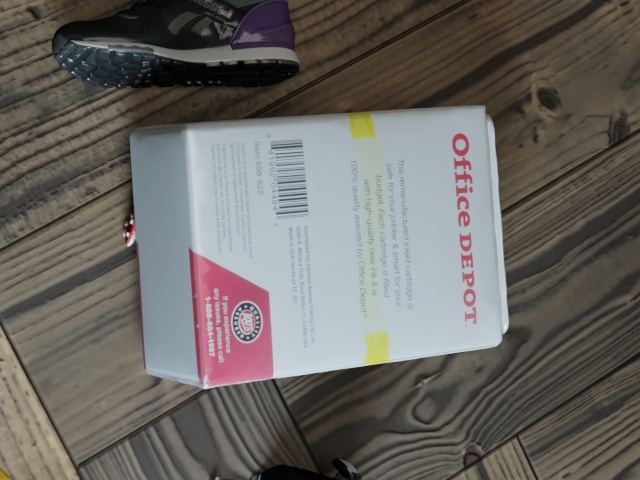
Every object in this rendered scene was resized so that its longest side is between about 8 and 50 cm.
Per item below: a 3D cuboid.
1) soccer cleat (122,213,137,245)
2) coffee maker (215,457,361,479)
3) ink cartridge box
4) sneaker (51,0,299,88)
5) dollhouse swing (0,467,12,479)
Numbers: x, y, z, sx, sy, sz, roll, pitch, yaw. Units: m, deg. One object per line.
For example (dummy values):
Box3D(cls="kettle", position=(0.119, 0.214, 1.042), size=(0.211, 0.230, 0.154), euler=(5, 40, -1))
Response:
Box3D(cls="soccer cleat", position=(-0.191, -0.029, 2.066), size=(0.036, 0.029, 0.083), euler=(27, 74, -17))
Box3D(cls="coffee maker", position=(-0.011, 0.315, 2.065), size=(0.171, 0.178, 0.120), euler=(-7, 92, -24))
Box3D(cls="ink cartridge box", position=(0.000, 0.000, 2.068), size=(0.385, 0.160, 0.279), euler=(-5, 93, -29))
Box3D(cls="sneaker", position=(-0.165, -0.240, 2.054), size=(0.283, 0.107, 0.124), euler=(0, 75, -28))
Box3D(cls="dollhouse swing", position=(-0.438, 0.259, 1.626), size=(0.315, 0.305, 0.347), euler=(44, 59, 0))
